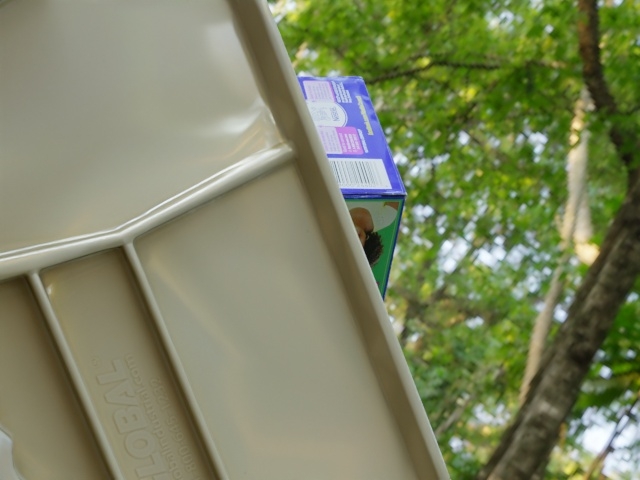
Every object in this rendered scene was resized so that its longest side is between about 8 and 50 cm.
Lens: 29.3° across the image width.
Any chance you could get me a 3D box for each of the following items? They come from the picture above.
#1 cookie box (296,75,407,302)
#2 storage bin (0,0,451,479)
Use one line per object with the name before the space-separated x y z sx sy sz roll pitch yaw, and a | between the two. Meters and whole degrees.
cookie box | 0.000 0.000 0.506 0.040 0.092 0.107 0 -54 -11
storage bin | -0.077 0.041 0.443 0.260 0.123 0.262 69 -18 -7
